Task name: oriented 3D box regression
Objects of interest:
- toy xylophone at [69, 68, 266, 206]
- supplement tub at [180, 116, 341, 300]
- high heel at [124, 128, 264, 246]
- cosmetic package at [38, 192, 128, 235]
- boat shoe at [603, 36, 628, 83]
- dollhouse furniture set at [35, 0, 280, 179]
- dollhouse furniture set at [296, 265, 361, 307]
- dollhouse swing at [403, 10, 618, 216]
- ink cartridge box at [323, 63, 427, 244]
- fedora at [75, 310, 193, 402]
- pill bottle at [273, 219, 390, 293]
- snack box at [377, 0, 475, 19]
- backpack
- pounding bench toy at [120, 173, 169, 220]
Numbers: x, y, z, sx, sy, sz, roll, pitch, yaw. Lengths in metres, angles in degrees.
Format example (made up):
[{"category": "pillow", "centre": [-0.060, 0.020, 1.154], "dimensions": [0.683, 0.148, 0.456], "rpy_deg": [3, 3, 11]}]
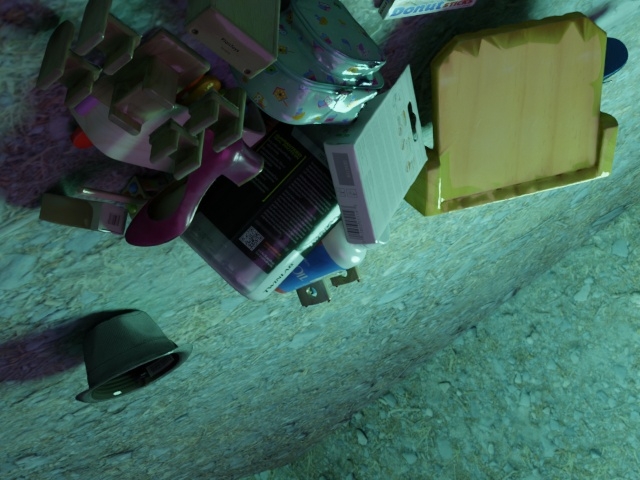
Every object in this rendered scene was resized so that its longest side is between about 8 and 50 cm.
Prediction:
[{"category": "toy xylophone", "centre": [-0.218, -0.144, 1.380], "dimensions": [0.236, 0.081, 0.322], "rpy_deg": [-35, 159, 13]}, {"category": "supplement tub", "centre": [-0.058, -0.075, 1.535], "dimensions": [0.316, 0.193, 0.193], "rpy_deg": [-46, 159, -1]}, {"category": "high heel", "centre": [-0.202, -0.077, 1.359], "dimensions": [0.244, 0.082, 0.117], "rpy_deg": [-27, 140, 24]}, {"category": "cosmetic package", "centre": [-0.341, -0.038, 1.427], "dimensions": [0.115, 0.041, 0.060], "rpy_deg": [9, 176, 29]}, {"category": "boat shoe", "centre": [0.448, -0.314, 1.874], "dimensions": [0.258, 0.109, 0.089], "rpy_deg": [-16, 169, 11]}, {"category": "dollhouse furniture set", "centre": [-0.165, -0.229, 1.149], "dimensions": [0.242, 0.161, 0.212], "rpy_deg": [-29, 133, 33]}, {"category": "dollhouse furniture set", "centre": [-0.045, 0.054, 1.868], "dimensions": [0.183, 0.129, 0.129], "rpy_deg": [-16, -172, 34]}, {"category": "dollhouse swing", "centre": [0.299, -0.237, 1.722], "dimensions": [0.346, 0.305, 0.315], "rpy_deg": [-13, -160, -9]}, {"category": "ink cartridge box", "centre": [0.086, -0.131, 1.470], "dimensions": [0.225, 0.056, 0.181], "rpy_deg": [-59, 144, -43]}, {"category": "fedora", "centre": [-0.379, 0.216, 1.934], "dimensions": [0.243, 0.124, 0.275], "rpy_deg": [-27, 168, -2]}, {"category": "pill bottle", "centre": [0.000, 0.000, 1.668], "dimensions": [0.221, 0.124, 0.124], "rpy_deg": [-24, 164, 27]}, {"category": "snack box", "centre": [0.170, -0.365, 1.465], "dimensions": [0.178, 0.022, 0.064], "rpy_deg": [-17, 157, -32]}, {"category": "backpack", "centre": [-0.020, -0.237, 1.308], "dimensions": [0.188, 0.166, 0.144], "rpy_deg": [-16, 153, -42]}, {"category": "pounding bench toy", "centre": [-0.277, -0.057, 1.543], "dimensions": [0.065, 0.052, 0.083], "rpy_deg": [-6, 149, -46]}]
